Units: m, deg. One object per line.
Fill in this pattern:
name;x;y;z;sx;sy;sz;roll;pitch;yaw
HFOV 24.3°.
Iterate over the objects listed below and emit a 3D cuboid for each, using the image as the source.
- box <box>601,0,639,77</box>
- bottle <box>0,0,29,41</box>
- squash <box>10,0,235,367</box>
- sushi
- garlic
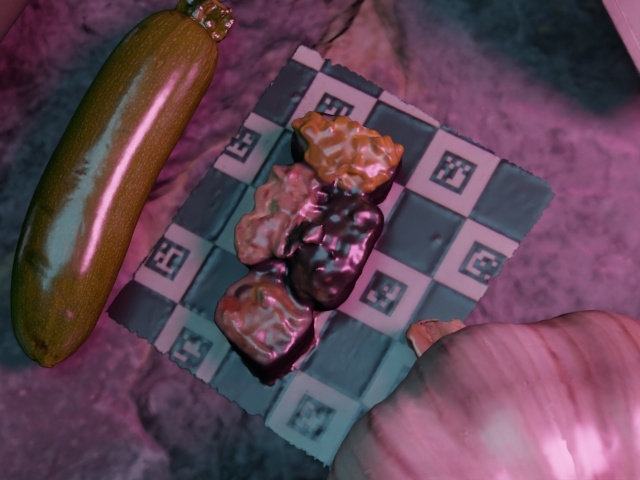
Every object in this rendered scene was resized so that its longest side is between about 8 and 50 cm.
box;0.259;-0.180;0.806;0.225;0.129;0.086;-24;39;18
bottle;-0.327;-0.078;0.908;0.168;0.168;0.347;31;84;18
squash;-0.128;-0.047;0.908;0.069;0.069;0.258;19;76;16
sushi;0.000;0.000;0.876;0.192;0.050;0.215;32;81;19
garlic;0.097;0.124;0.763;0.245;0.245;0.253;-30;33;0
